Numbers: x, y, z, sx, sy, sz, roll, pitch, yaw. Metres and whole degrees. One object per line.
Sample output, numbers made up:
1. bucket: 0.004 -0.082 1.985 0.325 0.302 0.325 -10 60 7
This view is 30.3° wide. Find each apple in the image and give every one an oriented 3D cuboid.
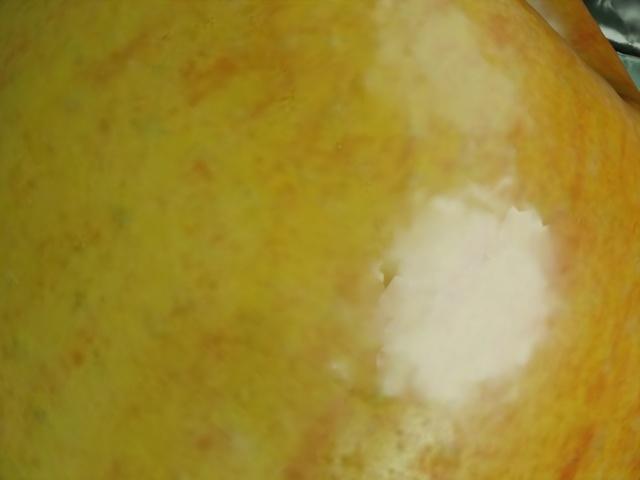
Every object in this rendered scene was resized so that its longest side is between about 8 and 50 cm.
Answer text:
1. apple: 0.000 0.000 0.438 0.299 0.275 0.299 31 21 -13

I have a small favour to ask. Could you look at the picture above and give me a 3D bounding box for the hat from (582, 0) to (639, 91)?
1. hat: 0.376 -0.192 1.115 0.366 0.257 0.381 -6 38 -46
